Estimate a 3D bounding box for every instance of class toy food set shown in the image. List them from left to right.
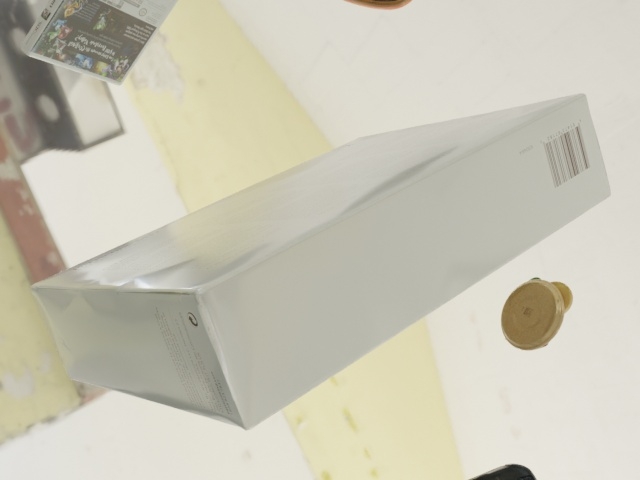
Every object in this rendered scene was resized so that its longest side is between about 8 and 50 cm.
[{"bbox_3d":[0.231,0.080,0.949,0.020,0.083,0.082,25,-11,-38],"label":"toy food set"}]

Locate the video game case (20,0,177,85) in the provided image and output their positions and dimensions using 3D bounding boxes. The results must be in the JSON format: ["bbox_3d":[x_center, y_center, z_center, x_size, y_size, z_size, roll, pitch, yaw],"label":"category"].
[{"bbox_3d":[-0.261,-0.284,1.086,0.022,0.173,0.190,41,12,17],"label":"video game case"}]

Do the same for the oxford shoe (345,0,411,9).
[{"bbox_3d":[0.016,-0.405,1.170,0.271,0.097,0.098,37,-10,14],"label":"oxford shoe"}]

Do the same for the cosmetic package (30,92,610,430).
[{"bbox_3d":[0.000,0.000,0.697,0.284,0.377,0.098,1,-66,53],"label":"cosmetic package"}]

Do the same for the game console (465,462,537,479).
[{"bbox_3d":[0.059,0.323,0.792,0.044,0.361,0.213,131,-60,-73],"label":"game console"}]
